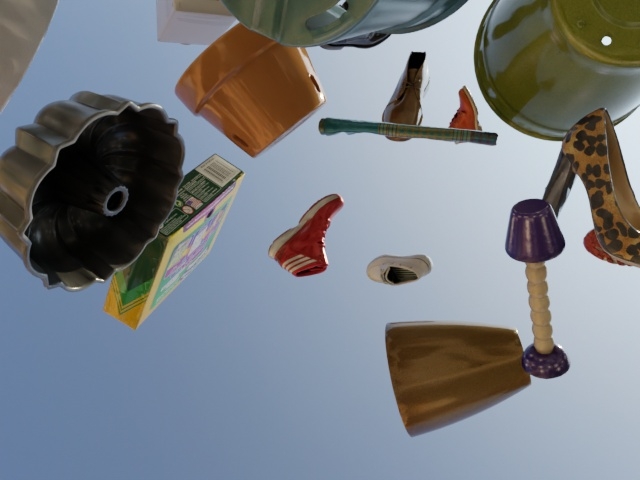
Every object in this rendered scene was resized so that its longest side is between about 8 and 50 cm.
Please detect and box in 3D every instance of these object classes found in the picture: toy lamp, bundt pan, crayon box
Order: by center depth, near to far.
[{"bbox_3d":[0.311,0.071,0.748,0.080,0.080,0.275,-23,-62,-8],"label":"toy lamp"},{"bbox_3d":[-0.370,-0.090,0.844,0.124,0.331,0.331,29,-105,15],"label":"bundt pan"},{"bbox_3d":[-0.355,-0.006,1.298,0.106,0.313,0.363,33,-145,0],"label":"crayon box"}]

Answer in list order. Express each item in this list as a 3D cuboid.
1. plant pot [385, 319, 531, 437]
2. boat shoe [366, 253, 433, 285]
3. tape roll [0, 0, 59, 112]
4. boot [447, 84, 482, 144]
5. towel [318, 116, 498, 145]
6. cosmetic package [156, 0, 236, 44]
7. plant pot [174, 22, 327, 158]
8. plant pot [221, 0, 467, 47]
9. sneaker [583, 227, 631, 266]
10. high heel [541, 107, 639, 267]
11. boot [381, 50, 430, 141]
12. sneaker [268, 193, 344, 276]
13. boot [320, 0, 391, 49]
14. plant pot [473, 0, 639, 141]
[{"bbox_3d":[0.285,0.257,1.082,0.254,0.237,0.237,-16,-106,14],"label":"plant pot"},{"bbox_3d":[0.193,0.081,1.418,0.076,0.226,0.083,-37,-79,-38],"label":"boat shoe"},{"bbox_3d":[-0.420,-0.241,0.570,0.246,0.169,0.246,-22,-126,34],"label":"tape roll"},{"bbox_3d":[0.375,-0.328,1.399,0.084,0.158,0.059,-14,-150,14],"label":"boot"},{"bbox_3d":[0.203,-0.243,1.196,0.370,0.271,0.040,8,-76,15],"label":"towel"},{"bbox_3d":[-0.395,-0.731,1.656,0.197,0.365,0.155,-5,-81,-25],"label":"cosmetic package"},{"bbox_3d":[-0.122,-0.310,1.097,0.291,0.291,0.203,-40,-81,-12],"label":"plant pot"},{"bbox_3d":[0.036,-0.407,0.669,0.341,0.341,0.334,33,-138,8],"label":"plant pot"},{"bbox_3d":[0.575,-0.011,0.919,0.225,0.093,0.088,-10,-85,9],"label":"sneaker"},{"bbox_3d":[0.444,-0.065,0.727,0.261,0.093,0.186,31,-67,35],"label":"high heel"},{"bbox_3d":[0.230,-0.391,1.413,0.112,0.115,0.305,11,-125,14],"label":"boot"},{"bbox_3d":[0.000,0.000,1.209,0.221,0.087,0.128,-43,-112,-10],"label":"sneaker"},{"bbox_3d":[0.125,-0.557,1.328,0.263,0.229,0.091,-22,-83,-21],"label":"boot"},{"bbox_3d":[0.474,-0.373,0.907,0.366,0.353,0.367,1,-86,9],"label":"plant pot"}]
